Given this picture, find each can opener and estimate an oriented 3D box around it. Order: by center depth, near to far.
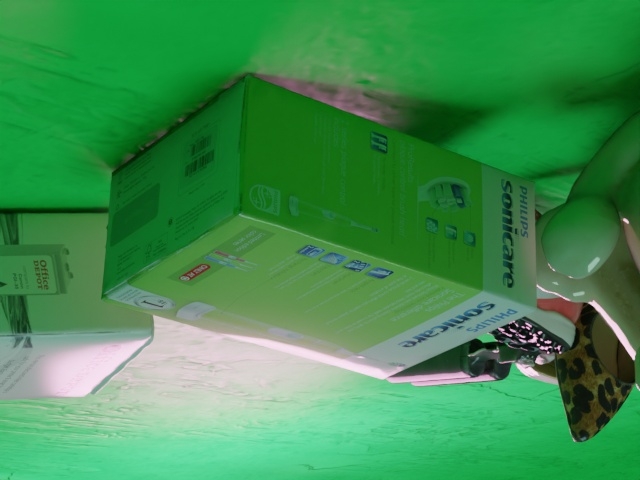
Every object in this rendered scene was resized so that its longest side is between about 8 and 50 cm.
[{"bbox_3d":[0.182,0.113,2.111,0.076,0.095,0.283,10,168,-35],"label":"can opener"}]

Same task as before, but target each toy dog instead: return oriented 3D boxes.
[{"bbox_3d":[0.374,-0.012,1.456,0.395,0.285,0.408,-21,162,-5],"label":"toy dog"}]

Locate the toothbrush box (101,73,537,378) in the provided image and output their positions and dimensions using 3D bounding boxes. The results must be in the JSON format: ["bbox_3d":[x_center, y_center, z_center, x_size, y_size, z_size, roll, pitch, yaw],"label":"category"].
[{"bbox_3d":[0.000,0.000,1.456,0.283,0.122,0.206,19,150,-30],"label":"toothbrush box"}]

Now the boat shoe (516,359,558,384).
[{"bbox_3d":[0.326,0.140,2.208,0.277,0.098,0.096,2,159,-36],"label":"boat shoe"}]

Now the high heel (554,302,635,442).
[{"bbox_3d":[0.327,0.073,1.787,0.186,0.261,0.093,-22,126,43],"label":"high heel"}]

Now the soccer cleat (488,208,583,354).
[{"bbox_3d":[0.148,-0.001,1.698,0.108,0.116,0.318,5,159,41],"label":"soccer cleat"}]

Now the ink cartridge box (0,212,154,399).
[{"bbox_3d":[-0.311,0.062,1.583,0.283,0.117,0.207,0,160,-26],"label":"ink cartridge box"}]
